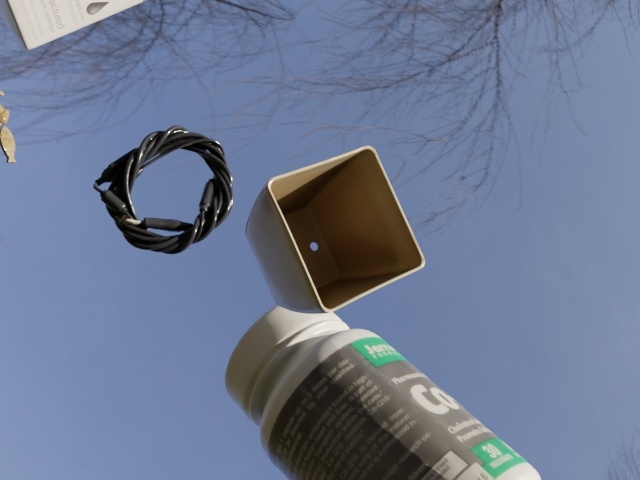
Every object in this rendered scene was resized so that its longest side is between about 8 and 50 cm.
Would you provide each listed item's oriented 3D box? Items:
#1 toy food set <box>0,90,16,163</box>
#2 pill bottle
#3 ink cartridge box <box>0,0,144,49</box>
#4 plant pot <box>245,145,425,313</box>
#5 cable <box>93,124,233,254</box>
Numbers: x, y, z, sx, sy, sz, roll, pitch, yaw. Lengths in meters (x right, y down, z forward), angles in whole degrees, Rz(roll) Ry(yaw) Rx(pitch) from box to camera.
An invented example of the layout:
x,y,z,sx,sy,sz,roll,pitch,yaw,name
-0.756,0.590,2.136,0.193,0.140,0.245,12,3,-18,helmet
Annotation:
x,y,z,sx,sy,sz,roll,pitch,yaw,name
-0.521,-0.182,1.212,0.019,0.078,0.122,-17,-103,24,toy food set
0.058,0.236,0.916,0.361,0.204,0.204,38,-69,32,pill bottle
-0.259,-0.378,0.879,0.117,0.283,0.207,46,-24,30,ink cartridge box
0.000,0.000,0.634,0.096,0.109,0.109,-28,-94,57,plant pot
-0.184,-0.068,0.985,0.150,0.184,0.047,46,-32,9,cable
